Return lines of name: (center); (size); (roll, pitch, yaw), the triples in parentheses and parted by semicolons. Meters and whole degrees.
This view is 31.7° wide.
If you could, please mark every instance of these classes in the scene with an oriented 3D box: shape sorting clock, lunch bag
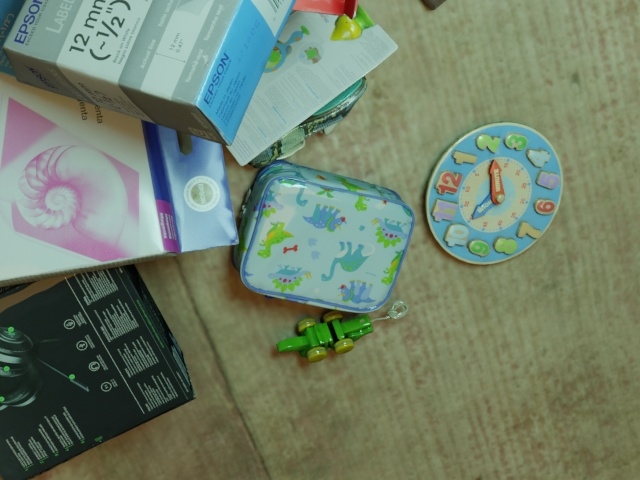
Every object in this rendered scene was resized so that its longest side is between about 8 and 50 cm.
shape sorting clock: (0.241, -0.062, 1.550); (0.206, 0.040, 0.206); (-5, 112, -13)
lunch bag: (0.000, 0.000, 1.483); (0.219, 0.090, 0.176); (11, 106, -18)

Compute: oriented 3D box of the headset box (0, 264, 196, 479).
headset box: (-0.342, 0.141, 1.425); (0.283, 0.131, 0.246); (-27, 115, -3)

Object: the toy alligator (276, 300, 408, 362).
toy alligator: (0.031, 0.129, 1.565); (0.190, 0.056, 0.051); (-16, 155, -9)

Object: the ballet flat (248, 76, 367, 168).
ballet flat: (-0.021, -0.152, 1.444); (0.188, 0.070, 0.070); (-27, 115, -1)

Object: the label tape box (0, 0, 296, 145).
label tape box: (-0.208, -0.271, 1.175); (0.348, 0.115, 0.249); (19, 79, 19)

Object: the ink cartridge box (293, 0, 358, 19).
ink cartridge box: (-0.014, -0.334, 1.274); (0.078, 0.231, 0.134); (3, 109, -16)

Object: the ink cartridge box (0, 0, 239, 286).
ink cartridge box: (-0.280, -0.127, 1.303); (0.330, 0.071, 0.324); (-11, 85, -9)

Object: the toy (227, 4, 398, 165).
toy: (-0.030, -0.201, 1.399); (0.237, 0.137, 0.056); (-38, 152, 3)

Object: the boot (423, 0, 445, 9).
boot: (0.111, -0.321, 1.423); (0.114, 0.037, 0.106); (38, 100, -28)
